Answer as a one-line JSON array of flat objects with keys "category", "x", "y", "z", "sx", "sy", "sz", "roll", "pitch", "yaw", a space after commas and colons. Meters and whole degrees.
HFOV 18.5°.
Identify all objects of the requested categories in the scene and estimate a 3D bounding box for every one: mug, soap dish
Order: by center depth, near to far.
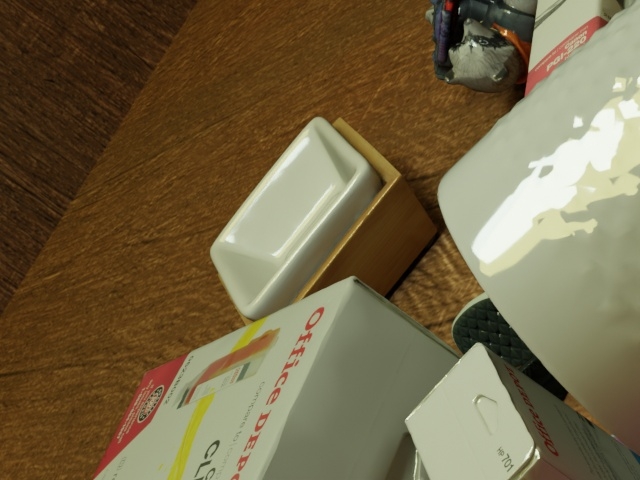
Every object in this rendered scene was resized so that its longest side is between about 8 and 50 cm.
[{"category": "mug", "x": 0.305, "y": -0.015, "z": 1.237, "sx": 0.328, "sy": 0.276, "sz": 0.374, "roll": -44, "pitch": 51, "yaw": 17}, {"category": "soap dish", "x": 0.000, "y": 0.000, "z": 2.104, "sx": 0.229, "sy": 0.118, "sz": 0.291, "roll": -51, "pitch": 19, "yaw": 5}]

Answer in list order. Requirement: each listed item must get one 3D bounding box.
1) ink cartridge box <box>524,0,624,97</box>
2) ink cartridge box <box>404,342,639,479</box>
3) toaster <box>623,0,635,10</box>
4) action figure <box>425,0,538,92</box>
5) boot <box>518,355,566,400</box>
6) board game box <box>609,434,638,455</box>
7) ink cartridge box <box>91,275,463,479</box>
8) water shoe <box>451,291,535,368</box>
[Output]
[{"category": "ink cartridge box", "x": 0.267, "y": -0.156, "z": 1.685, "sx": 0.092, "sy": 0.158, "sz": 0.218, "roll": -43, "pitch": 21, "yaw": 34}, {"category": "ink cartridge box", "x": 0.160, "y": 0.171, "z": 1.273, "sx": 0.082, "sy": 0.191, "sz": 0.139, "roll": -48, "pitch": 27, "yaw": 14}, {"category": "toaster", "x": 0.330, "y": -0.130, "z": 1.484, "sx": 0.227, "sy": 0.129, "sz": 0.146, "roll": -1, "pitch": 48, "yaw": 19}, {"category": "action figure", "x": 0.215, "y": -0.302, "z": 2.035, "sx": 0.341, "sy": 0.179, "sz": 0.330, "roll": 82, "pitch": -151, "yaw": -67}, {"category": "boot", "x": 0.146, "y": 0.144, "z": 1.617, "sx": 0.121, "sy": 0.045, "sz": 0.099, "roll": -58, "pitch": 16, "yaw": -12}, {"category": "board game box", "x": 0.198, "y": 0.185, "z": 1.429, "sx": 0.169, "sy": 0.033, "sz": 0.133, "roll": -21, "pitch": 36, "yaw": 58}, {"category": "ink cartridge box", "x": -0.063, "y": 0.223, "z": 1.782, "sx": 0.385, "sy": 0.160, "sz": 0.279, "roll": -27, "pitch": 31, "yaw": 53}, {"category": "water shoe", "x": 0.198, "y": 0.046, "z": 1.660, "sx": 0.203, "sy": 0.073, "sz": 0.080, "roll": -36, "pitch": -2, "yaw": 42}]
